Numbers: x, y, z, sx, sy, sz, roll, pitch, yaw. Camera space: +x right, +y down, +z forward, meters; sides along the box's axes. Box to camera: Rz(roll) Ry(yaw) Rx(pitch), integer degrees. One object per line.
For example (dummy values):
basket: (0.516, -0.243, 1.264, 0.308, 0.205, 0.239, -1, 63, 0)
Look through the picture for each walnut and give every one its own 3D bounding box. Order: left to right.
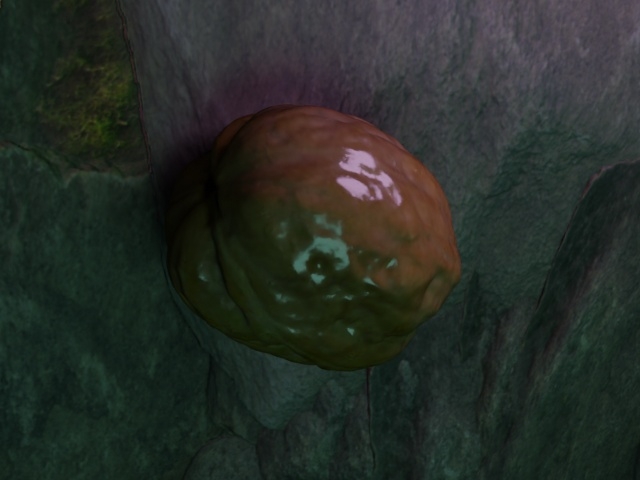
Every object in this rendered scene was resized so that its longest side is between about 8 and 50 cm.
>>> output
walnut: (0.001, 0.003, 1.724, 0.344, 0.306, 0.306, 18, 117, -39)

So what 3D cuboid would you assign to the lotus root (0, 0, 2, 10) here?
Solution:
lotus root: (-0.417, -0.244, 1.342, 0.260, 0.149, 0.267, -10, 127, -19)
